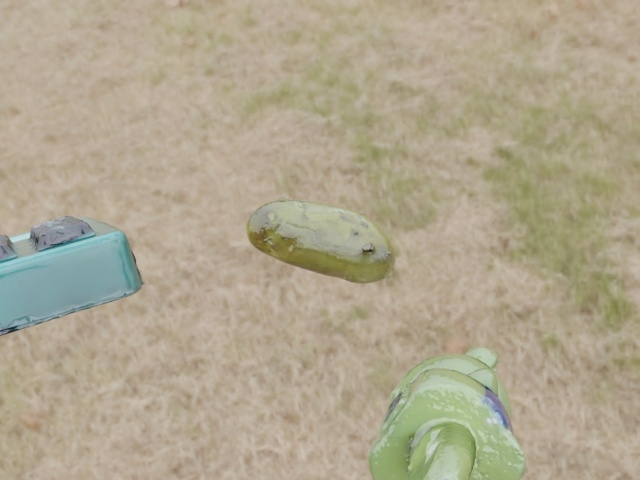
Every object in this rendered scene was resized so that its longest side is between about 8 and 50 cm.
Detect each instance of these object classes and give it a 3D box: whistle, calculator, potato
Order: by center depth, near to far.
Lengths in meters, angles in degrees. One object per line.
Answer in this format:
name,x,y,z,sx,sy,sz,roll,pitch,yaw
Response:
whistle,0.079,0.125,0.613,0.085,0.105,0.227,35,7,4
calculator,-0.260,0.035,0.684,0.248,0.058,0.274,-17,8,-16
potato,0.000,0.000,1.207,0.188,0.085,0.105,12,29,-12
